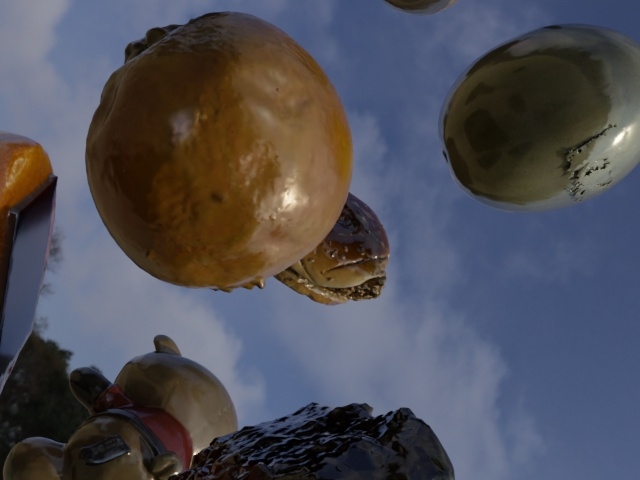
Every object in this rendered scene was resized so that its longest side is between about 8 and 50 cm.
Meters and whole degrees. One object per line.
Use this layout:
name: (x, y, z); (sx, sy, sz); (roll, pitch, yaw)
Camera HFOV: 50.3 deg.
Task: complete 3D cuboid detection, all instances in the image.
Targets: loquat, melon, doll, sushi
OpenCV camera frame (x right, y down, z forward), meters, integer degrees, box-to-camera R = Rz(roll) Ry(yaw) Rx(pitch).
loquat: (-0.119, -0.101, 0.815); (0.328, 0.328, 0.329); (28, -54, 47)
melon: (0.341, -0.177, 1.003); (0.268, 0.329, 0.269); (-17, 90, -81)
doll: (-0.206, 0.241, 0.806); (0.174, 0.330, 0.235); (-24, -89, 15)
sushi: (-0.005, 0.229, 0.492); (0.197, 0.181, 0.343); (67, -18, 2)

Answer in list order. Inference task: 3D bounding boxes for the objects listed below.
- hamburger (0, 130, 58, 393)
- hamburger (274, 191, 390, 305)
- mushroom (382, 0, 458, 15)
hamburger: (-0.353, 0.015, 0.552); (0.291, 0.225, 0.291); (-166, -90, -81)
hamburger: (0.000, 0.000, 1.178); (0.146, 0.243, 0.286); (-53, -122, 36)
mushroom: (0.179, -0.483, 1.149); (0.207, 0.215, 0.208); (4, -80, 21)
